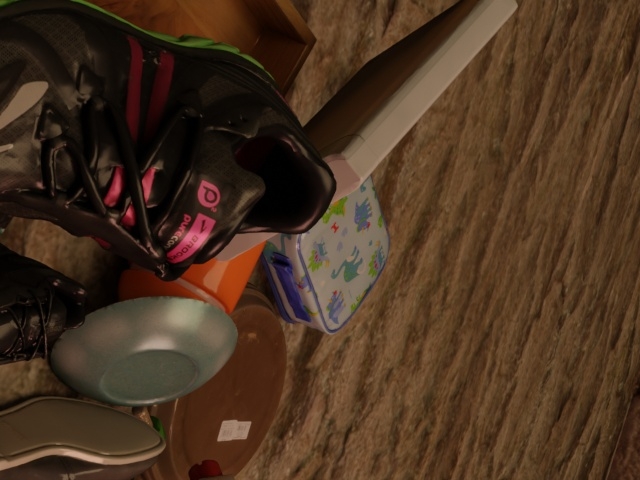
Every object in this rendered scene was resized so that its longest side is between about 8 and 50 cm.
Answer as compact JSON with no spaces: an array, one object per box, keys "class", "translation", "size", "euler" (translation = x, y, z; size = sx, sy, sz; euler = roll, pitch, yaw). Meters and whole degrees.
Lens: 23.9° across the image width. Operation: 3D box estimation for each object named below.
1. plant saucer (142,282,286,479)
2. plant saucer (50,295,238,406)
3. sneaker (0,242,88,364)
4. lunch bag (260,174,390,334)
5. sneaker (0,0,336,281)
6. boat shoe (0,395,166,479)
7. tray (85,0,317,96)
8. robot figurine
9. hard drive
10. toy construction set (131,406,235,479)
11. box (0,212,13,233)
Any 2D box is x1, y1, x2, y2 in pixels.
[{"class":"plant saucer","translation":[-0.121,0.185,1.816],"size":[0.278,0.041,0.277],"euler":[-37,136,-47]},{"class":"plant saucer","translation":[-0.178,0.126,1.552],"size":[0.195,0.195,0.037],"euler":[59,13,-53]},{"class":"sneaker","translation":[-0.295,0.065,1.304],"size":[0.286,0.130,0.109],"euler":[-42,144,-67]},{"class":"lunch bag","translation":[0.000,0.000,1.871],"size":[0.176,0.090,0.219],"euler":[-56,147,-28]},{"class":"sneaker","translation":[-0.155,-0.075,1.195],"size":[0.483,0.202,0.185],"euler":[-6,132,-50]},{"class":"boat shoe","translation":[-0.294,0.224,1.489],"size":[0.335,0.112,0.095],"euler":[4,119,-55]},{"class":"tray","translation":[-0.146,-0.206,1.387],"size":[0.202,0.076,0.411],"euler":[-60,152,-9]},{"class":"robot figurine","translation":[-0.135,0.021,1.615],"size":[0.128,0.158,0.219],"euler":[34,72,-25]},{"class":"hard drive","translation":[0.043,-0.126,1.558],"size":[0.047,0.233,0.353],"euler":[51,47,-10]},{"class":"toy construction set","translation":[-0.158,0.391,1.621],"size":[0.257,0.309,0.237],"euler":[-42,146,-26]},{"class":"box","translation":[-0.266,-0.135,1.374],"size":[0.244,0.060,0.100],"euler":[-60,148,-23]}]
